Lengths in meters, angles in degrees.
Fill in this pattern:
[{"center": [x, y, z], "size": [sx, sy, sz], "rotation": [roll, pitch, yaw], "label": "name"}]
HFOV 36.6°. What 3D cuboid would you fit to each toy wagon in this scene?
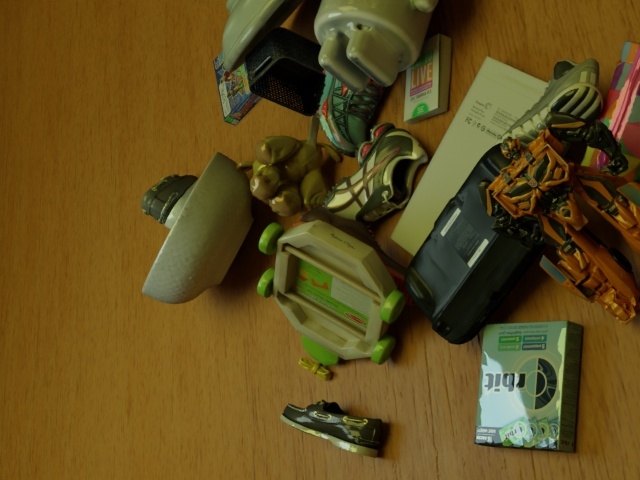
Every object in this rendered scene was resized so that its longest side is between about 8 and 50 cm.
[{"center": [0.013, 0.115, 1.697], "size": [0.267, 0.068, 0.344], "rotation": [29, 141, 19], "label": "toy wagon"}]

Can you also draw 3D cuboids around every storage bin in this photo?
[{"center": [-0.050, -0.340, 1.967], "size": [0.122, 0.180, 0.084], "rotation": [-37, 49, 37], "label": "storage bin"}]

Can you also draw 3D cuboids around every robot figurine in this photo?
[{"center": [0.112, -0.449, 1.771], "size": [0.300, 0.200, 0.353], "rotation": [-2, 62, 43], "label": "robot figurine"}, {"center": [0.353, -0.034, 1.299], "size": [0.211, 0.291, 0.085], "rotation": [-48, 2, 28], "label": "robot figurine"}]

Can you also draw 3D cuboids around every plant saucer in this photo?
[{"center": [-0.087, -0.522, 1.973], "size": [0.400, 0.100, 0.400], "rotation": [-47, 6, 7], "label": "plant saucer"}]

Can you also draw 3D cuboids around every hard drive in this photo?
[{"center": [0.271, -0.106, 1.591], "size": [0.233, 0.047, 0.353], "rotation": [41, 107, 49], "label": "hard drive"}]

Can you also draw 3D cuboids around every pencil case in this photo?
[{"center": [0.438, -0.164, 1.368], "size": [0.104, 0.104, 0.236], "rotation": [20, 91, 52], "label": "pencil case"}]

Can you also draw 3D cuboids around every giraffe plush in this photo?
[{"center": [-0.081, -0.136, 1.938], "size": [0.170, 0.181, 0.210], "rotation": [-17, 43, 55], "label": "giraffe plush"}]

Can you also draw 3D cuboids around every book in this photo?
[{"center": [0.195, -0.294, 1.774], "size": [0.096, 0.035, 0.144], "rotation": [-16, 65, 51], "label": "book"}]

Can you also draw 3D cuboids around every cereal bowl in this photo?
[{"center": [-0.238, -0.008, 2.047], "size": [0.339, 0.141, 0.339], "rotation": [-62, 5, 9], "label": "cereal bowl"}]

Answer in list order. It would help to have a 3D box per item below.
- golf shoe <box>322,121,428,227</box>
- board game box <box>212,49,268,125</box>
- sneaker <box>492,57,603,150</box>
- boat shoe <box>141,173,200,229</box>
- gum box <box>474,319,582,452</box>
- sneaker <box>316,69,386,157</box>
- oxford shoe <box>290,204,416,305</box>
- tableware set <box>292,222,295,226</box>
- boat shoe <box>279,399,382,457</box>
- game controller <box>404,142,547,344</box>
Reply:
[{"center": [0.090, -0.079, 1.760], "size": [0.120, 0.105, 0.272], "rotation": [40, 108, 44], "label": "golf shoe"}, {"center": [-0.190, -0.389, 2.276], "size": [0.136, 0.035, 0.201], "rotation": [-40, 48, 34], "label": "board game box"}, {"center": [0.345, -0.191, 1.454], "size": [0.229, 0.086, 0.132], "rotation": [-41, 23, 50], "label": "sneaker"}, {"center": [-0.335, -0.103, 2.190], "size": [0.109, 0.091, 0.305], "rotation": [-61, 6, 11], "label": "boat shoe"}, {"center": [0.305, 0.214, 1.427], "size": [0.157, 0.041, 0.184], "rotation": [-10, 68, 50], "label": "gum box"}, {"center": [0.068, -0.290, 1.867], "size": [0.125, 0.104, 0.261], "rotation": [-21, 60, 43], "label": "sneaker"}, {"center": [0.079, 0.019, 1.688], "size": [0.271, 0.097, 0.098], "rotation": [30, 57, 15], "label": "oxford shoe"}, {"center": [0.000, 0.000, 1.903], "size": [0.154, 0.024, 0.104], "rotation": [-18, 66, 45], "label": "tableware set"}, {"center": [0.020, 0.320, 1.708], "size": [0.228, 0.081, 0.068], "rotation": [11, 82, 45], "label": "boat shoe"}, {"center": [0.241, 0.008, 1.475], "size": [0.319, 0.067, 0.166], "rotation": [-59, 46, 32], "label": "game controller"}]
